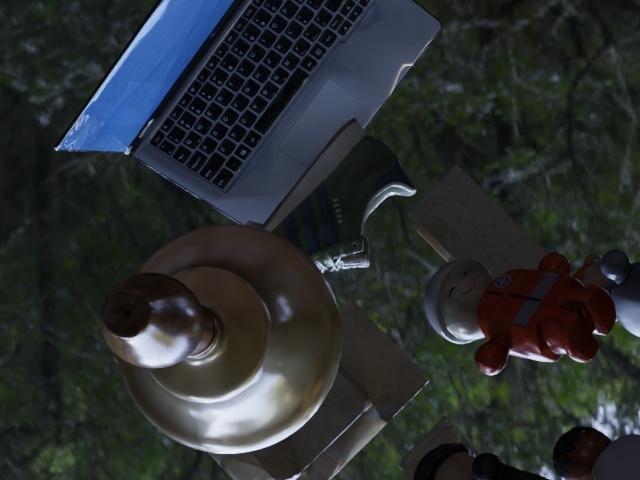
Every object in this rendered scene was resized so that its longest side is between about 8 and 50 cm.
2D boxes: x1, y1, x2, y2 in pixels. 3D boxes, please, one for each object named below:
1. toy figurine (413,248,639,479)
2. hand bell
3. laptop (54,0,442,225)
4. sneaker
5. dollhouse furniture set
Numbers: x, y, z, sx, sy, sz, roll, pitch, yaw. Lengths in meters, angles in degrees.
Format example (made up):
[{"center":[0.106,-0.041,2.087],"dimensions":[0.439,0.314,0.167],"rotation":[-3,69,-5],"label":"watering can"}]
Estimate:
[{"center":[0.176,0.110,0.980],"dimensions":[0.209,0.213,0.148],"rotation":[-5,-171,-39],"label":"toy figurine"},{"center":[-0.060,0.042,0.642],"dimensions":[0.126,0.242,0.126],"rotation":[0,-96,5],"label":"hand bell"},{"center":[-0.068,-0.197,1.705],"dimensions":[0.382,0.408,0.236],"rotation":[-52,-152,9],"label":"laptop"},{"center":[0.000,0.000,1.103],"dimensions":[0.086,0.064,0.192],"rotation":[38,-99,1],"label":"sneaker"},{"center":[0.063,0.120,1.468],"dimensions":[0.394,0.256,0.362],"rotation":[-45,-98,4],"label":"dollhouse furniture set"}]
